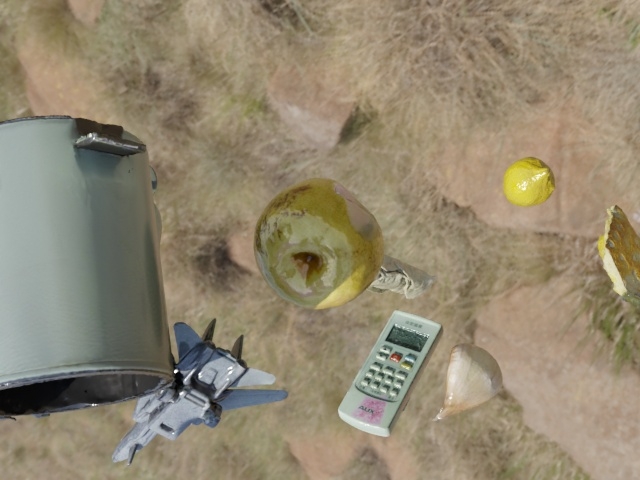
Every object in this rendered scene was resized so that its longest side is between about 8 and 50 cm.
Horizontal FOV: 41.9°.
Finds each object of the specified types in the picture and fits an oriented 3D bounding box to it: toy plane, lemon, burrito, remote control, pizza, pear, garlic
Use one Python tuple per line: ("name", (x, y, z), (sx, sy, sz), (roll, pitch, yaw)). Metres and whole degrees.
("toy plane", (-0.191, 0.214, 1.040), (0.212, 0.088, 0.267), (35, 112, -21))
("lemon", (0.268, -0.075, 1.075), (0.065, 0.065, 0.092), (47, 164, 0))
("burrito", (0.158, 0.089, 2.120), (0.117, 0.392, 0.076), (-42, 57, 23))
("remote control", (0.179, 0.329, 2.104), (0.145, 0.344, 0.050), (16, 143, 26))
("pizza", (0.425, 0.031, 1.169), (0.036, 0.099, 0.160), (-33, 78, 50))
("pear", (0.000, 0.000, 1.072), (0.178, 0.178, 0.178), (28, 141, 25))
("garlic", (0.300, 0.272, 1.702), (0.128, 0.207, 0.115), (-6, 103, 23))

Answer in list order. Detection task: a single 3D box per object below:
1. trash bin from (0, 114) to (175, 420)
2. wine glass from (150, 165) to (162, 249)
("trash bin", (-0.275, 0.035, 0.877), (0.277, 0.217, 0.262), (-26, 67, 39))
("wine glass", (-0.272, -0.013, 1.172), (0.231, 0.103, 0.103), (-107, 12, -45))
